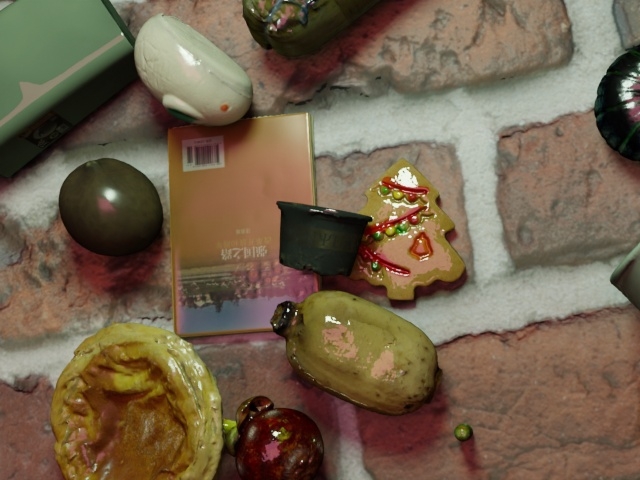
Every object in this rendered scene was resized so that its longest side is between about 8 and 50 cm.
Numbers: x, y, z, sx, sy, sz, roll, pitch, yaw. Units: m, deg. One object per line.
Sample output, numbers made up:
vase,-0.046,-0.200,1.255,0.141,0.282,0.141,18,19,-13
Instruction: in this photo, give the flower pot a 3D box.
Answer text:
flower pot,0.000,0.000,1.611,0.158,0.157,0.106,9,94,13

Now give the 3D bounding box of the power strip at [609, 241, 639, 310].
power strip,0.580,0.000,1.423,0.357,0.357,0.161,-45,75,3

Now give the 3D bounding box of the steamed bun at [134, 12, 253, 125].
steamed bun,-0.223,-0.276,1.702,0.228,0.177,0.130,42,104,10

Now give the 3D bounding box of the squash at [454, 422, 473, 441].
squash,0.224,0.302,1.574,0.028,0.083,0.027,-2,81,12

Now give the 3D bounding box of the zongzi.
zongzi,-0.039,-0.529,1.692,0.356,0.174,0.393,-40,77,-1

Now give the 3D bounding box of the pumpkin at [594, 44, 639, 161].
pumpkin,0.527,-0.213,1.555,0.202,0.140,0.201,-1,84,13

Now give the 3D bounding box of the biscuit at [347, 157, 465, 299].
biscuit,0.134,-0.020,1.661,0.212,0.041,0.238,0,83,14

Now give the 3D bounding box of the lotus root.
lotus root,0.054,0.175,1.593,0.284,0.146,0.160,24,69,-1

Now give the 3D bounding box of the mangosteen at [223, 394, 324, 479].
mangosteen,-0.076,0.329,1.620,0.146,0.181,0.155,6,103,-29

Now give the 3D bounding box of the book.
book,-0.133,-0.026,1.722,0.263,0.028,0.373,-5,81,10

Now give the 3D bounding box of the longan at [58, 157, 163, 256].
longan,-0.354,-0.055,1.702,0.189,0.189,0.189,-2,82,11

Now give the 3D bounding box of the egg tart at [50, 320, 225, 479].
egg tart,-0.282,0.297,1.636,0.352,0.150,0.351,-2,86,30

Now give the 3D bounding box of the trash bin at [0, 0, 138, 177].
trash bin,-0.502,-0.303,1.771,0.343,0.158,0.223,-34,77,5
